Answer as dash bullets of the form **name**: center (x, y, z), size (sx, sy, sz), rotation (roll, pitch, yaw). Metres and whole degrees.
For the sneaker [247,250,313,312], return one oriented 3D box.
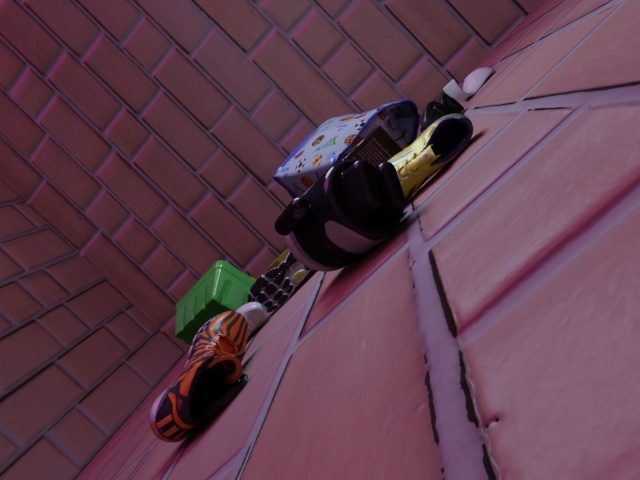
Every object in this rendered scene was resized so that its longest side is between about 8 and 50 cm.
- **sneaker**: center (-0.087, 0.110, 1.498), size (0.279, 0.107, 0.118), rotation (-42, -14, 6)

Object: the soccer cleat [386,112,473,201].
- **soccer cleat**: center (0.200, -0.157, 1.088), size (0.289, 0.093, 0.121), rotation (-44, 4, 6)

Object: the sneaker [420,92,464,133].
- **sneaker**: center (0.365, -0.367, 1.621), size (0.130, 0.109, 0.286), rotation (-54, -9, 34)

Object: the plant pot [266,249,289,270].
- **plant pot**: center (-0.142, 0.102, 2.020), size (0.081, 0.083, 0.081), rotation (-41, 6, 40)

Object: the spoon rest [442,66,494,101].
- **spoon rest**: center (0.554, -0.570, 1.912), size (0.276, 0.084, 0.137), rotation (-31, -5, -41)

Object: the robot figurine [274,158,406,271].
- **robot figurine**: center (0.042, -0.049, 1.006), size (0.278, 0.209, 0.173), rotation (-40, 20, 51)

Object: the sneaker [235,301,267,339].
- **sneaker**: center (-0.234, 0.264, 1.434), size (0.229, 0.087, 0.092), rotation (-42, 26, 7)

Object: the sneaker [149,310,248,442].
- **sneaker**: center (-0.194, 0.244, 1.028), size (0.180, 0.125, 0.321), rotation (-37, 19, 38)

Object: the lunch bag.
- **lunch bag**: center (0.103, -0.272, 1.623), size (0.328, 0.239, 0.385), rotation (-2, 46, 49)

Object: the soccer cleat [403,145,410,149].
- **soccer cleat**: center (0.273, -0.240, 1.435), size (0.196, 0.068, 0.076), rotation (-39, -4, -29)

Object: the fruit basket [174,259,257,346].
- **fruit basket**: center (-0.383, 0.235, 2.098), size (0.392, 0.283, 0.392), rotation (-46, 21, 23)

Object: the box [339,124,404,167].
- **box**: center (0.111, -0.142, 1.303), size (0.203, 0.167, 0.168), rotation (-47, 4, -18)
